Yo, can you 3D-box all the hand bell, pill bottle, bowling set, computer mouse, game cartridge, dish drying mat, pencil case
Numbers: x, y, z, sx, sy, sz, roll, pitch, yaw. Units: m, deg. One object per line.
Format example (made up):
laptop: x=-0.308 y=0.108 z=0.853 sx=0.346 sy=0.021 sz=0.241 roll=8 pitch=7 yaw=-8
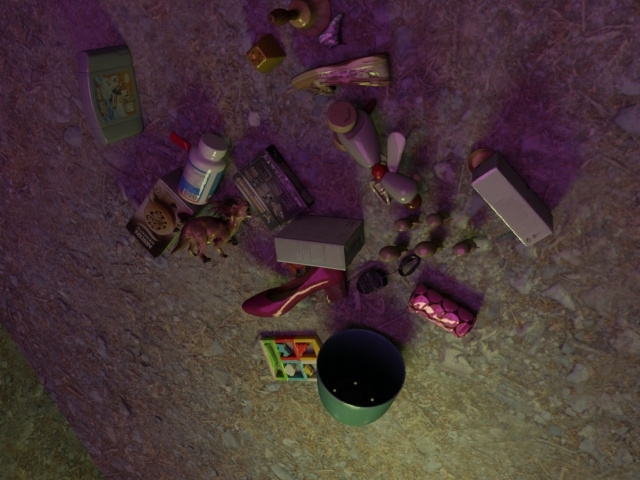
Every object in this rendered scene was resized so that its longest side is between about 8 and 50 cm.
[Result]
hand bell: x=-0.075 y=-0.578 z=1.353 sx=0.126 sy=0.242 sz=0.126 roll=11 pitch=120 yaw=20
pill bottle: x=-0.385 y=-0.238 z=1.747 sx=0.124 sy=0.124 sz=0.221 roll=36 pitch=124 yaw=5
bowling set: x=0.308 y=-0.043 z=1.524 sx=0.286 sy=0.154 sz=0.200 roll=-2 pitch=93 yaw=28
computer mouse: x=0.217 y=0.107 z=1.690 sx=0.242 sy=0.041 sz=0.071 roll=-28 pitch=84 yaw=28
game cartridge: x=-0.689 y=-0.474 z=1.727 sx=0.062 sy=0.198 sz=0.297 roll=9 pitch=119 yaw=21
dish drying mat: x=-0.484 y=-0.340 z=1.812 sx=0.083 sy=0.008 sz=0.032 roll=35 pitch=125 yaw=5
pencil case: x=0.374 y=0.224 z=1.637 sx=0.209 sy=0.095 sz=0.098 roll=30 pitch=89 yaw=12

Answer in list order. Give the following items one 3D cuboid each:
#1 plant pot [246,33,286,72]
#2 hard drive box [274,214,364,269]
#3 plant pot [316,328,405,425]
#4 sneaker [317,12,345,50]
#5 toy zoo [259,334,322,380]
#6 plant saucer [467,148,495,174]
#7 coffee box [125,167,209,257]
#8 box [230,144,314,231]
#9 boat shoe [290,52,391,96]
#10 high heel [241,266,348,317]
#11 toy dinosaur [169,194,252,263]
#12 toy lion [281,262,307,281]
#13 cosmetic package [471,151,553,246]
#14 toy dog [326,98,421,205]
plant pot: x=-0.165 y=-0.534 z=1.515 sx=0.081 sy=0.083 sz=0.081 roll=-32 pitch=98 yaw=33
hard drive box: x=0.000 y=0.000 z=1.648 sx=0.232 sy=0.181 sz=0.089 roll=7 pitch=119 yaw=23
plant pot: x=0.122 y=0.486 z=1.785 sx=0.293 sy=0.293 sz=0.235 roll=22 pitch=137 yaw=15
sneaker: x=0.046 y=-0.562 z=1.433 sx=0.069 sy=0.038 sz=0.098 roll=38 pitch=120 yaw=-13
toy zoo: x=-0.079 y=0.449 z=2.002 sx=0.293 sy=0.030 sz=0.192 roll=-7 pitch=111 yaw=28
plant saucer: x=0.442 y=-0.210 z=1.429 sx=0.083 sy=0.015 sz=0.083 roll=11 pitch=119 yaw=20
coffee box: x=-0.553 y=-0.094 z=1.901 sx=0.168 sy=0.119 sz=0.297 roll=46 pitch=125 yaw=-2
box: x=-0.157 y=-0.165 z=1.714 sx=0.183 sy=0.056 sz=0.231 roll=-32 pitch=98 yaw=35
boat shoe: x=0.051 y=-0.442 z=1.445 sx=0.285 sy=0.104 sz=0.089 roll=-4 pitch=110 yaw=27
high heel: x=-0.099 y=0.140 z=1.766 sx=0.377 sy=0.127 sz=0.181 roll=-13 pitch=119 yaw=3
toy dinosaur: x=-0.379 y=-0.043 z=1.794 sx=0.295 sy=0.127 sz=0.200 roll=-14 pitch=112 yaw=-17
toy lion: x=-0.080 y=0.085 z=1.822 sx=0.096 sy=0.034 sz=0.100 roll=-26 pitch=102 yaw=25
cosmetic package: x=0.503 y=-0.109 z=1.380 sx=0.231 sy=0.117 sz=0.085 roll=46 pitch=124 yaw=-10
toy dog: x=0.164 y=-0.264 z=1.452 sx=0.161 sy=0.220 sz=0.334 roll=-41 pitch=97 yaw=-3
